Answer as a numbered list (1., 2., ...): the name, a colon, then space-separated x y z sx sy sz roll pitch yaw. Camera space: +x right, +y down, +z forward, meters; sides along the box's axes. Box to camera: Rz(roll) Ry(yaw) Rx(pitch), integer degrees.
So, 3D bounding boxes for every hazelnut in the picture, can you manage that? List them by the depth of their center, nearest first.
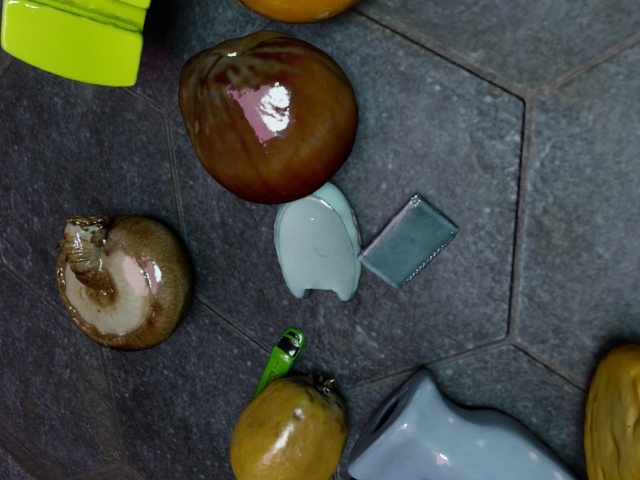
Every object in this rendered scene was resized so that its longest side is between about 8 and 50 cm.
1. hazelnut: -0.079 -0.164 0.628 0.251 0.217 0.217 27 119 39

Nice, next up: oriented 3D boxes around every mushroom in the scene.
1. mushroom: -0.360 0.066 0.880 0.297 0.163 0.278 0 115 26

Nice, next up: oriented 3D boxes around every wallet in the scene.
1. wallet: 0.124 0.003 0.684 0.088 0.026 0.129 37 112 -11

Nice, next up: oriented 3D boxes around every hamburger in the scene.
1. hamburger: 0.404 0.230 0.516 0.170 0.246 0.246 4 109 10

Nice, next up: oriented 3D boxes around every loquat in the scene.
1. loquat: -0.046 0.322 0.792 0.176 0.187 0.234 37 88 14

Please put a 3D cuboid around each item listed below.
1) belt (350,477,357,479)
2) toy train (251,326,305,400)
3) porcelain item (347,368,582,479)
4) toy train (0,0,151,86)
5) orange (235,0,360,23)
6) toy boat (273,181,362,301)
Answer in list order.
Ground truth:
1. belt: 0.111 0.446 0.833 0.140 0.058 0.105 9 114 22
2. toy train: -0.083 0.248 0.870 0.044 0.042 0.209 29 118 14
3. porcelain item: 0.250 0.378 0.674 0.405 0.178 0.242 39 119 7
4. toy train: -0.286 -0.353 0.593 0.272 0.179 0.442 -67 32 26
5. orange: -0.025 -0.367 0.516 0.246 0.246 0.246 8 111 23
6. toy boat: 0.000 0.000 0.738 0.134 0.079 0.208 1 119 23
